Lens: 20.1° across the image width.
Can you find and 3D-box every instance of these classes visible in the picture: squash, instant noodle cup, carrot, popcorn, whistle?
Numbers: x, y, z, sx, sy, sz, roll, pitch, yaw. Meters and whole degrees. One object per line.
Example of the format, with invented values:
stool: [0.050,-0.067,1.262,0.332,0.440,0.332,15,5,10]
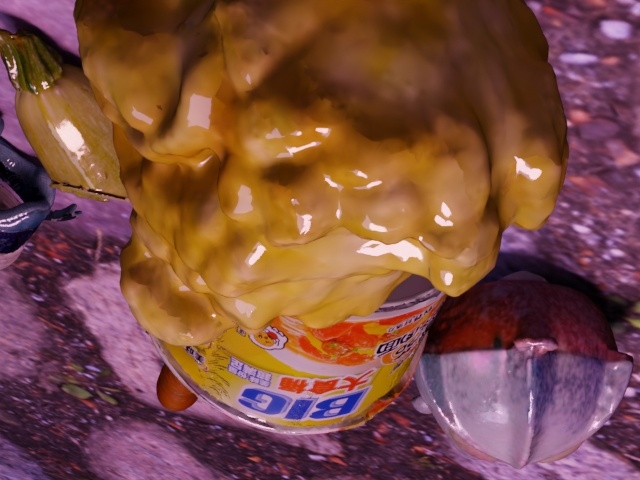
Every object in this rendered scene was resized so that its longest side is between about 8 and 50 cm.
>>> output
squash: [-0.161,-0.067,1.222,0.090,0.075,0.200,34,171,46]
instant noodle cup: [0.000,0.000,1.115,0.205,0.205,0.153,24,147,-8]
carrot: [-0.118,0.103,1.607,0.043,0.043,0.248,21,156,-1]
popcorn: [-0.016,-0.075,0.891,0.235,0.242,0.250,16,150,-33]
whistle: [0.137,0.107,1.319,0.142,0.134,0.346,-21,168,-6]

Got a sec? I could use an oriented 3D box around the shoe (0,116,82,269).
shoe: [-0.274,-0.065,1.326,0.106,0.091,0.207,-29,126,33]
